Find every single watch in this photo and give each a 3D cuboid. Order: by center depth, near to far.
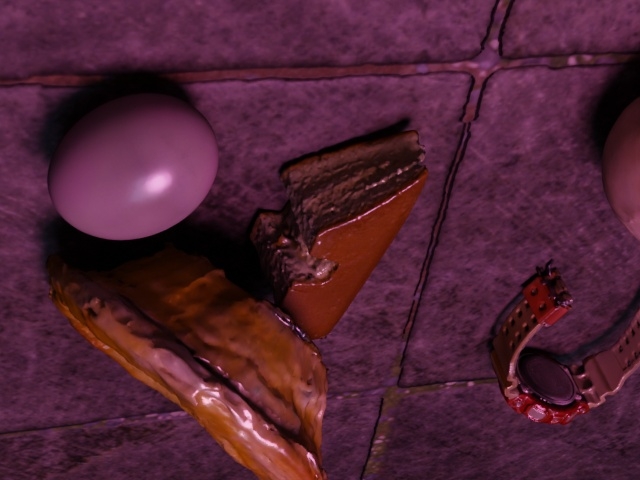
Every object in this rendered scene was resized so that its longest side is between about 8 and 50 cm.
[{"bbox_3d":[0.287,0.087,1.015,0.164,0.102,0.268,2,131,-16],"label":"watch"}]

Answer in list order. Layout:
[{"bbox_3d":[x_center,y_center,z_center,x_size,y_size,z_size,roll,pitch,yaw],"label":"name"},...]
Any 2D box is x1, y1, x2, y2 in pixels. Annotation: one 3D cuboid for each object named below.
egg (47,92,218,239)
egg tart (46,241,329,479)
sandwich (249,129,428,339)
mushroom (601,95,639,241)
[{"bbox_3d":[-0.139,-0.054,0.701,0.135,0.103,0.103,-24,140,18],"label":"egg"},{"bbox_3d":[-0.096,0.097,0.818,0.120,0.315,0.315,-52,141,-14],"label":"egg tart"},{"bbox_3d":[0.000,0.000,0.816,0.088,0.090,0.244,8,137,-28],"label":"sandwich"},{"bbox_3d":[0.362,-0.071,0.765,0.246,0.202,0.246,13,178,0],"label":"mushroom"}]
